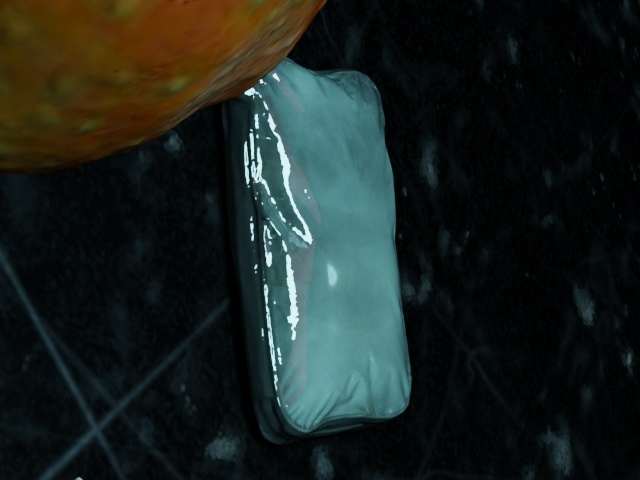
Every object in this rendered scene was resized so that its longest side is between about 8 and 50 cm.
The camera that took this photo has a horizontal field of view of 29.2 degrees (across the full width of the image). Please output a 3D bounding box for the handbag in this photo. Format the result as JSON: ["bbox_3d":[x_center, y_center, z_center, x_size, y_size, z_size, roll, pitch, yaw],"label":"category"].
[{"bbox_3d":[0.000,-0.003,1.025,0.191,0.075,0.332,1,83,-51],"label":"handbag"}]

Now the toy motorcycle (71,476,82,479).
[{"bbox_3d":[-0.110,0.249,0.786,0.229,0.094,0.130,54,35,-11],"label":"toy motorcycle"}]

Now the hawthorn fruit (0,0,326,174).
[{"bbox_3d":[-0.134,-0.227,0.598,0.403,0.403,0.403,20,64,-50],"label":"hawthorn fruit"}]
